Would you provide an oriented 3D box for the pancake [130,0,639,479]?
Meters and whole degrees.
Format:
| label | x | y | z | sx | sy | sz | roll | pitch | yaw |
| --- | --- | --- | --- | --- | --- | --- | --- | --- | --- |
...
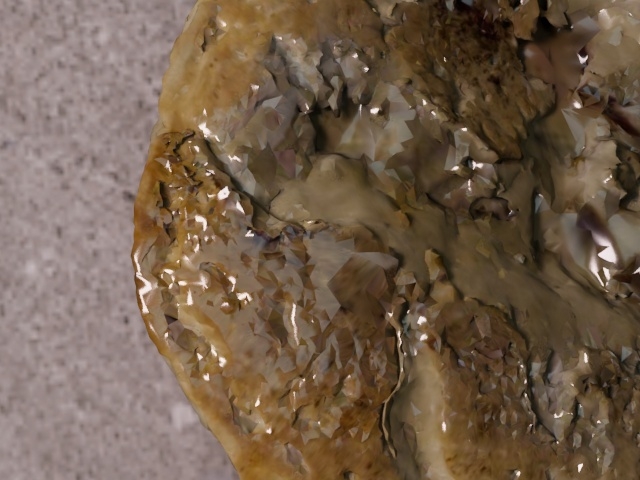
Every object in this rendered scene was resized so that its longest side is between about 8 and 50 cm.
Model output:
| label | x | y | z | sx | sy | sz | roll | pitch | yaw |
| --- | --- | --- | --- | --- | --- | --- | --- | --- | --- |
| pancake | 0.092 | 0.005 | 0.786 | 0.387 | 0.082 | 0.387 | 7 | 72 | -22 |
